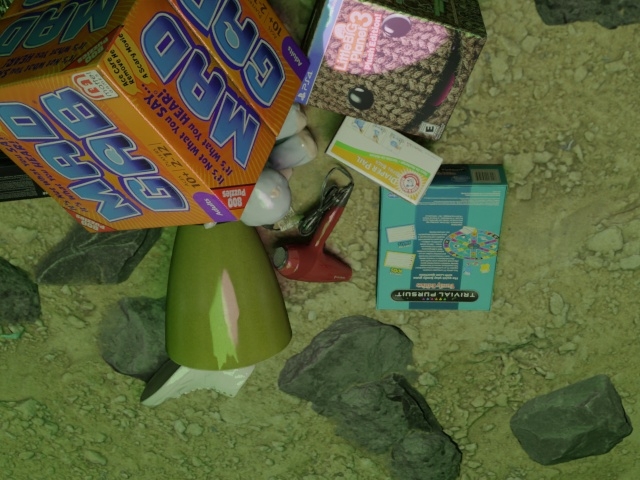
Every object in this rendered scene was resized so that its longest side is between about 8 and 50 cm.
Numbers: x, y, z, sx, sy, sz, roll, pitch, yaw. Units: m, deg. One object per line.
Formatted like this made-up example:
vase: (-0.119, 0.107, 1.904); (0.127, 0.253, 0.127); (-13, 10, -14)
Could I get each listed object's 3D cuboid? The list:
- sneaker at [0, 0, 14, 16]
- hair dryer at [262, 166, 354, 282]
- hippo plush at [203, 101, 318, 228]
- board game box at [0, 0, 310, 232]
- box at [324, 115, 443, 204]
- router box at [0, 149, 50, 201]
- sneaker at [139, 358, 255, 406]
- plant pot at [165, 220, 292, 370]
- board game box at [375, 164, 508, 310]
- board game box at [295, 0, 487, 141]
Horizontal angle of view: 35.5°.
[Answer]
sneaker: (-0.472, -0.374, 1.825); (0.118, 0.107, 0.279); (-51, 133, -10)
hair dryer: (0.000, 0.000, 2.107); (0.223, 0.080, 0.293); (-24, 136, -1)
hippo plush: (-0.147, -0.157, 1.903); (0.294, 0.237, 0.234); (15, 127, -11)
board game box: (-0.299, -0.266, 1.650); (0.356, 0.356, 0.356); (-4, 141, 36)
box: (0.120, -0.162, 1.926); (0.203, 0.114, 0.103); (30, 93, -4)
router box: (-0.615, -0.169, 1.897); (0.308, 0.243, 0.081); (-5, 127, 5)
sneaker: (-0.284, 0.339, 2.371); (0.292, 0.108, 0.169); (-39, 115, 25)
plant pot: (-0.209, 0.078, 2.099); (0.274, 0.275, 0.294); (-4, 112, 4)
board game box: (0.247, -0.002, 2.118); (0.253, 0.079, 0.336); (1, 128, 1)
board game box: (0.119, -0.344, 1.816); (0.291, 0.141, 0.232); (14, 127, -10)
